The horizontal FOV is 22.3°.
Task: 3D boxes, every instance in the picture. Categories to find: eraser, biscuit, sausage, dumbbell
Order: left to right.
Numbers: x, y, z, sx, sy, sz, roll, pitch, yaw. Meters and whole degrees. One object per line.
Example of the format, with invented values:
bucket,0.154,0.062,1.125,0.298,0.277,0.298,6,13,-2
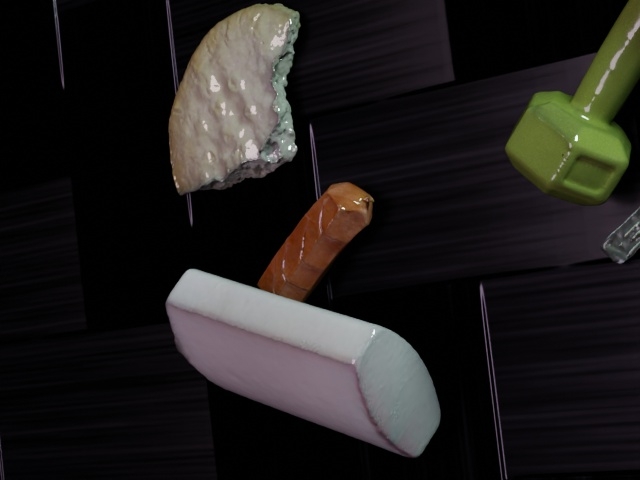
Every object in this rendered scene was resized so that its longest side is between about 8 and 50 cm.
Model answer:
biscuit,-0.094,-0.149,1.819,0.188,0.040,0.265,47,120,32
eraser,-0.021,0.125,1.685,0.270,0.174,0.095,16,62,40
sausage,-0.001,-0.001,1.726,0.065,0.065,0.169,53,123,26
dumbbell,0.278,-0.175,1.452,0.302,0.121,0.108,-62,26,24

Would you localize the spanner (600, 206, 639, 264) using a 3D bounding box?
spanner,0.361,-0.087,1.439,0.325,0.026,0.093,-47,62,32
